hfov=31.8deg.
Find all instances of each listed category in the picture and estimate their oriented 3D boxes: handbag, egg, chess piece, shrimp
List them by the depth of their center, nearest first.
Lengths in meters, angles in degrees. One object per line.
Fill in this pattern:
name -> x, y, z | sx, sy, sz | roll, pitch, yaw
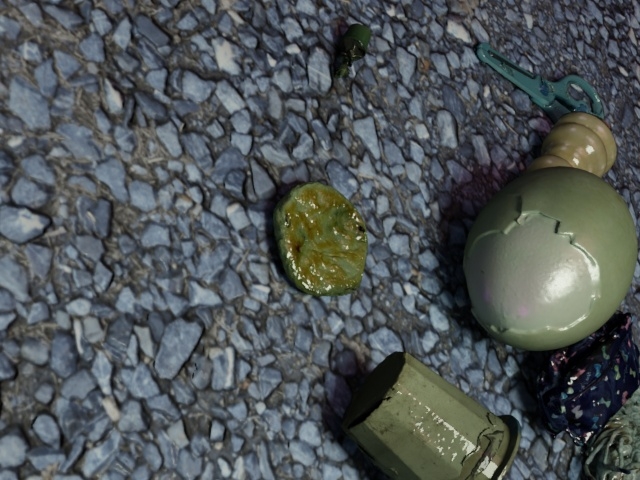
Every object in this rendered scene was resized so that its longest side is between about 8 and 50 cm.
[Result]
egg -> 0.372, 0.036, 1.848 | 0.278, 0.278, 0.336 | 53, 39, -13
handbag -> 0.460, 0.225, 1.925 | 0.260, 0.113, 0.162 | -38, 126, -34
shrimp -> 0.546, 0.357, 1.979 | 0.221, 0.166, 0.410 | 27, 33, 7
chess piece -> 0.439, -0.121, 2.097 | 0.261, 0.142, 0.143 | -43, 103, -37

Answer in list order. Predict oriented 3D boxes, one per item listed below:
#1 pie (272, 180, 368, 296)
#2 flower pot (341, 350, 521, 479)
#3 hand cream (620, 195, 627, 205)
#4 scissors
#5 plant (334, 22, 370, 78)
pie -> 0.000, 0.000, 1.690 | 0.187, 0.041, 0.187 | 18, 61, -37
flower pot -> 0.144, 0.281, 1.614 | 0.202, 0.212, 0.212 | 38, 50, -10
hand cream -> 0.583, -0.016, 2.238 | 0.065, 0.043, 0.171 | 39, 52, -25
scissors -> 0.448, -0.298, 2.238 | 0.393, 0.032, 0.180 | 27, 56, -33
plant -> 0.049, -0.311, 1.861 | 0.051, 0.051, 0.102 | 39, 56, -25
